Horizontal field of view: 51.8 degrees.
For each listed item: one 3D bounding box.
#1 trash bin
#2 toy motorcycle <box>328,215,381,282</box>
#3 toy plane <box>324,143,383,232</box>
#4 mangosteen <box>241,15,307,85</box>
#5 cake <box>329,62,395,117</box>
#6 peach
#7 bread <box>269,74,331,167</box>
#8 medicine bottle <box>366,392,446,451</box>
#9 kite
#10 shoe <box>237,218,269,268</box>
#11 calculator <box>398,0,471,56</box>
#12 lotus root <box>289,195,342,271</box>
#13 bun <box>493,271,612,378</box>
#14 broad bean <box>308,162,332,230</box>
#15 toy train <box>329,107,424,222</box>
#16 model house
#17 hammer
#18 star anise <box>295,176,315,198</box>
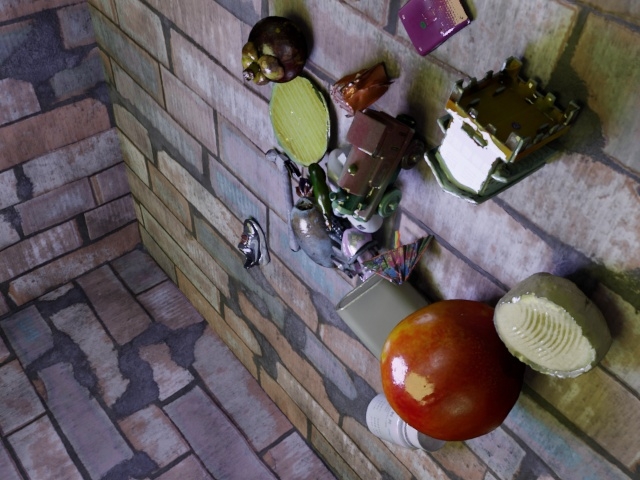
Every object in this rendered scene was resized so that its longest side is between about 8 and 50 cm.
[{"bbox_3d":[0.205,0.225,1.952,0.243,0.121,0.247,-38,101,22],"label":"trash bin"},{"bbox_3d":[0.133,0.063,2.029,0.327,0.143,0.188,54,169,-20],"label":"toy motorcycle"},{"bbox_3d":[0.102,-0.146,1.915,0.267,0.123,0.267,44,150,33],"label":"toy plane"},{"bbox_3d":[-0.145,-0.527,1.868,0.192,0.217,0.192,39,151,27],"label":"mangosteen"},{"bbox_3d":[0.081,-0.384,1.747,0.098,0.135,0.287,51,164,-12],"label":"cake"},{"bbox_3d":[0.351,0.325,1.710,0.388,0.388,0.388,40,147,34],"label":"peach"},{"bbox_3d":[-0.061,-0.375,2.030,0.301,0.045,0.301,31,133,41],"label":"bread"},{"bbox_3d":[0.300,0.629,2.277,0.293,0.170,0.170,-1,115,61],"label":"medicine bottle"},{"bbox_3d":[0.210,0.050,1.861,0.241,0.183,0.014,-20,141,33],"label":"kite"},{"bbox_3d":[-0.293,0.023,2.761,0.099,0.112,0.227,24,138,51],"label":"shoe"},{"bbox_3d":[0.243,-0.490,1.445,0.126,0.034,0.190,60,154,-4],"label":"calculator"},{"bbox_3d":[0.000,0.000,2.170,0.322,0.140,0.158,63,173,-35],"label":"lotus root"},{"bbox_3d":[0.528,0.182,1.479,0.259,0.152,0.259,30,143,26],"label":"bun"},{"bbox_3d":[-0.002,-0.159,1.946,0.292,0.049,0.144,-100,-4,-55],"label":"broad bean"},{"bbox_3d":[0.130,-0.182,1.662,0.150,0.221,0.304,36,112,31],"label":"toy train"},{"bbox_3d":[0.354,-0.209,1.318,0.198,0.224,0.215,46,149,24],"label":"model house"},{"bbox_3d":[-0.118,-0.130,2.400,0.152,0.044,0.427,37,146,37],"label":"hammer"},{"bbox_3d":[-0.031,-0.143,2.216,0.168,0.057,0.168,42,148,34],"label":"star anise"}]
